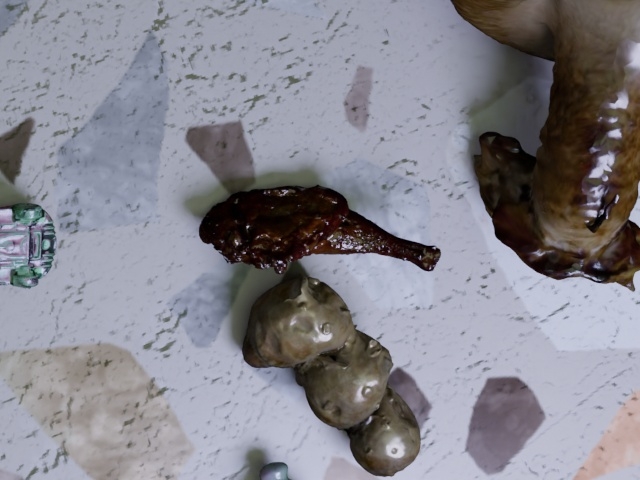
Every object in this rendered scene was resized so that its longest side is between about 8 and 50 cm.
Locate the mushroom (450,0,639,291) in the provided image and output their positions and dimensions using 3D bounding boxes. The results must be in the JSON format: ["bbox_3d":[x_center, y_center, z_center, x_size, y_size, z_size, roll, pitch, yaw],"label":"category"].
[{"bbox_3d":[0.237,-0.178,1.316,0.331,0.334,0.356,39,82,4],"label":"mushroom"}]

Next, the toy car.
[{"bbox_3d":[-0.284,0.003,1.289,0.142,0.055,0.069,-2,103,-28],"label":"toy car"}]

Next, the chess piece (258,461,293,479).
[{"bbox_3d":[0.001,0.322,1.380,0.139,0.139,0.271,-18,89,-16],"label":"chess piece"}]

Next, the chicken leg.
[{"bbox_3d":[-0.003,-0.005,1.370,0.205,0.093,0.053,-6,133,-12],"label":"chicken leg"}]

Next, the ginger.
[{"bbox_3d":[0.018,0.120,1.384,0.104,0.080,0.204,-36,106,21],"label":"ginger"}]
